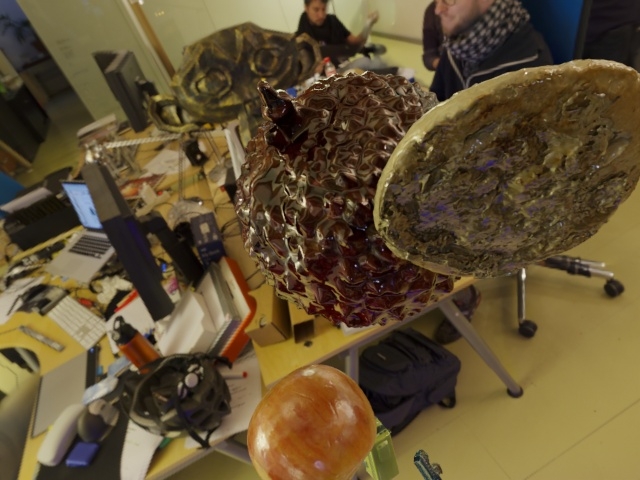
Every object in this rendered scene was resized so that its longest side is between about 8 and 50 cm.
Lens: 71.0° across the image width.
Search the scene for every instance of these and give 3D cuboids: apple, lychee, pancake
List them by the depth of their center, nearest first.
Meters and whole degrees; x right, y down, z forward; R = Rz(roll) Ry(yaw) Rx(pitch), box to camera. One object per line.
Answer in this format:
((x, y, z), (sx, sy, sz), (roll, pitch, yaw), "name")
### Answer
((0.175, -0.044, 0.425), (0.282, 0.282, 0.049), (-16, 53, 9), "pancake")
((0.052, -0.078, 0.751), (0.424, 0.500, 0.425), (-24, 41, 23), "lychee")
((-0.014, 0.413, 0.961), (0.233, 0.286, 0.286), (37, 64, 27), "apple")

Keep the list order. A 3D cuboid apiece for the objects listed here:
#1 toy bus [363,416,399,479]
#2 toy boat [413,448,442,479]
((0.175, 0.639, 1.363), (0.088, 0.175, 0.101), (-22, 21, -20), "toy bus")
((0.199, 0.411, 0.799), (0.038, 0.038, 0.083), (-32, 79, -13), "toy boat")
